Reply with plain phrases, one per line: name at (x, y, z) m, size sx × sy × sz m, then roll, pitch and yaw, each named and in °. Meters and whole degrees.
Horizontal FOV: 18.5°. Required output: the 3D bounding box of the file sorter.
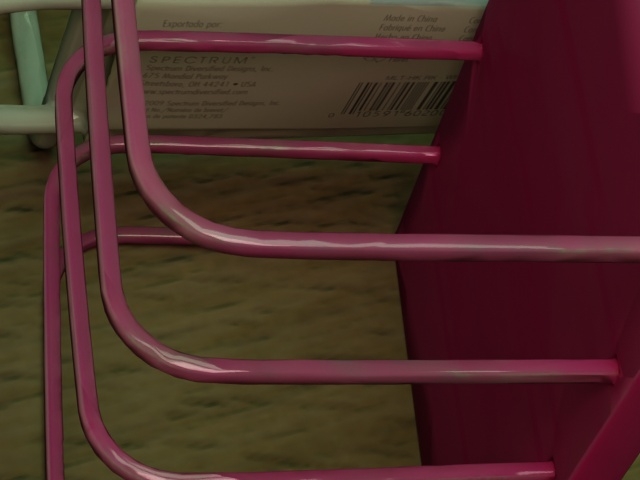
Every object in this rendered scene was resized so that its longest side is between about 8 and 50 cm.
file sorter at (0.000, 0.000, 0.685) m, size 0.182 × 0.291 × 0.202 m, roll 2°, pitch 56°, yaw -12°

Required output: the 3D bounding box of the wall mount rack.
wall mount rack at (0.004, -0.142, 0.771) m, size 0.350 × 0.304 × 0.130 m, roll -3°, pitch 66°, yaw -19°
